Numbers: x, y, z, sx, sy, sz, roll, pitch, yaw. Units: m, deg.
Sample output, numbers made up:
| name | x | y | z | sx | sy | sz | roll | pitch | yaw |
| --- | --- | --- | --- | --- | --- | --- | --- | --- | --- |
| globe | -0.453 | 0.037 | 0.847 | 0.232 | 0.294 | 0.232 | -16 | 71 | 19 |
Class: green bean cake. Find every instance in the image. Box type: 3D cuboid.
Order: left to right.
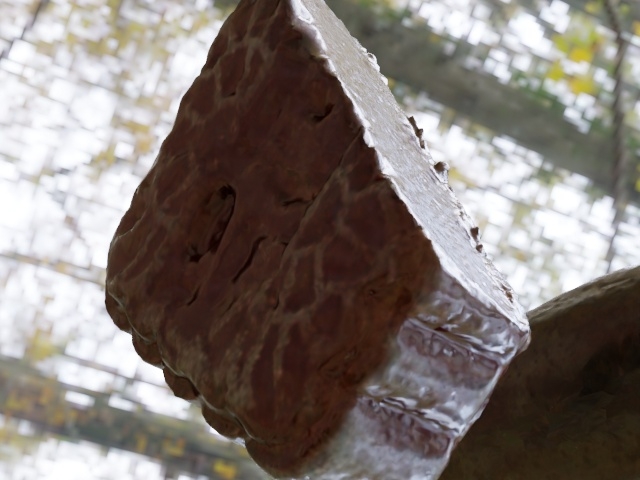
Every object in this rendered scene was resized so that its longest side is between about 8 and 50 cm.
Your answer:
| name | x | y | z | sx | sy | sz | roll | pitch | yaw |
| --- | --- | --- | --- | --- | --- | --- | --- | --- | --- |
| green bean cake | 0.000 | 0.000 | 0.930 | 0.198 | 0.097 | 0.232 | -57 | -141 | 9 |

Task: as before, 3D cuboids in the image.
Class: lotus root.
| name | x | y | z | sx | sy | sz | roll | pitch | yaw |
| --- | --- | --- | --- | --- | --- | --- | --- | --- | --- |
| lotus root | 0.185 | 0.107 | 1.257 | 0.275 | 0.152 | 0.160 | -29 | -99 | 28 |
